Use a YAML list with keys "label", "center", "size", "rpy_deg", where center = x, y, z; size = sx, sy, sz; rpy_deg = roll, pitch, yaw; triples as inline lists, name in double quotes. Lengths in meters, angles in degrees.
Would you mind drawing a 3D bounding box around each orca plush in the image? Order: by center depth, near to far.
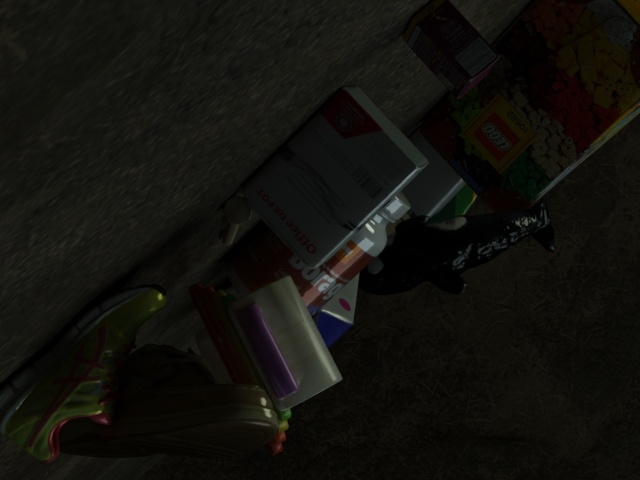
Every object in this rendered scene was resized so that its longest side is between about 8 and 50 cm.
- label: "orca plush"
  center: [0.186, 0.037, 2.119]
  size: [0.287, 0.102, 0.151]
  rpy_deg: [-8, 149, -12]

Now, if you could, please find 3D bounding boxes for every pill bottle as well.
- label: "pill bottle"
  center: [0.000, 0.000, 1.861]
  size: [0.216, 0.121, 0.121]
  rpy_deg: [-43, 174, 11]

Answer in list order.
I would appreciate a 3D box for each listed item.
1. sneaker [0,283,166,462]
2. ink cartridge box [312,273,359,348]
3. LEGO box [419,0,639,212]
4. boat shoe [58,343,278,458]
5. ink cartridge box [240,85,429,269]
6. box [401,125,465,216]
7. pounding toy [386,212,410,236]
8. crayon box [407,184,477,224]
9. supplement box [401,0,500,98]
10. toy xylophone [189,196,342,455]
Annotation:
- label: "sneaker"
  center: [-0.216, 0.127, 1.479]
  size: [0.208, 0.094, 0.081]
  rpy_deg: [-43, 173, 0]
- label: "ink cartridge box"
  center: [-0.027, 0.093, 2.044]
  size: [0.176, 0.069, 0.371]
  rpy_deg: [-44, -166, 25]
- label: "LEGO box"
  center: [0.424, -0.286, 2.221]
  size: [0.500, 0.193, 0.372]
  rpy_deg: [-36, 172, -45]
- label: "boat shoe"
  center: [-0.165, 0.154, 1.543]
  size: [0.121, 0.110, 0.341]
  rpy_deg: [18, 162, -38]
- label: "ink cartridge box"
  center: [0.014, -0.062, 1.532]
  size: [0.150, 0.109, 0.063]
  rpy_deg: [-44, 177, 17]
- label: "box"
  center: [0.158, -0.101, 2.263]
  size: [0.101, 0.102, 0.087]
  rpy_deg: [-47, 174, 20]
- label: "pounding toy"
  center: [0.072, -0.038, 2.305]
  size: [0.141, 0.100, 0.130]
  rpy_deg: [-44, 160, -3]
- label: "crayon box"
  center: [0.220, -0.093, 2.572]
  size: [0.318, 0.081, 0.202]
  rpy_deg: [-55, 179, -18]
- label: "supplement box"
  center: [0.124, -0.185, 1.484]
  size: [0.043, 0.083, 0.055]
  rpy_deg: [-40, 175, -17]
- label: "toy xylophone"
  center: [-0.070, 0.091, 1.611]
  size: [0.081, 0.236, 0.323]
  rpy_deg: [-26, 169, -13]
